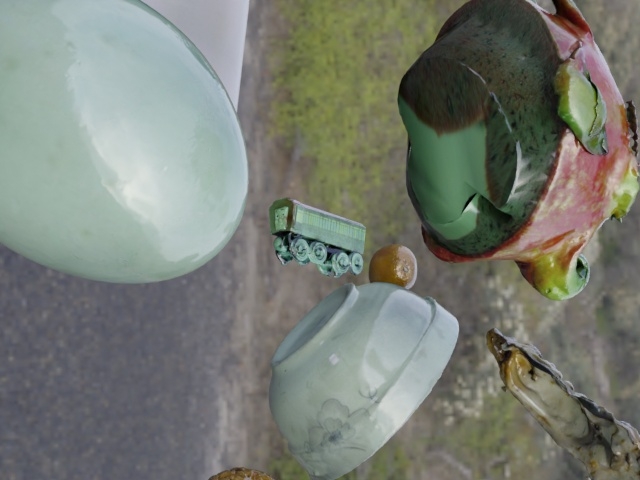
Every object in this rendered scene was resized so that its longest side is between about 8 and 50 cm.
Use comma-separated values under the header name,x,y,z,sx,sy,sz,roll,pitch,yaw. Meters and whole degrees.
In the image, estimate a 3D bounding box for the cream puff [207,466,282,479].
name,x,y,z,sx,sy,sz,roll,pitch,yaw
cream puff,-0.111,0.433,1.684,0.169,0.183,0.183,-61,145,-51

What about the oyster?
name,x,y,z,sx,sy,sz,roll,pitch,yaw
oyster,0.369,0.245,1.795,0.345,0.079,0.128,46,-34,36

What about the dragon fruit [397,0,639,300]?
name,x,y,z,sx,sy,sz,roll,pitch,yaw
dragon fruit,0.162,-0.090,1.067,0.130,0.268,0.295,0,66,-35

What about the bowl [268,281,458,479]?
name,x,y,z,sx,sy,sz,roll,pitch,yaw
bowl,0.040,0.174,1.709,0.163,0.307,0.307,45,23,-7

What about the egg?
name,x,y,z,sx,sy,sz,roll,pitch,yaw
egg,-0.243,-0.115,1.196,0.276,0.389,0.276,-48,166,-16

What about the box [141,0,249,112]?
name,x,y,z,sx,sy,sz,roll,pitch,yaw
box,-0.227,-0.270,1.601,0.289,0.141,0.348,22,66,-43

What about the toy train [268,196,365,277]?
name,x,y,z,sx,sy,sz,roll,pitch,yaw
toy train,0.000,0.000,1.340,0.148,0.038,0.070,18,66,-50

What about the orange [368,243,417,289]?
name,x,y,z,sx,sy,sz,roll,pitch,yaw
orange,0.110,0.044,1.818,0.085,0.085,0.085,-5,90,-76
